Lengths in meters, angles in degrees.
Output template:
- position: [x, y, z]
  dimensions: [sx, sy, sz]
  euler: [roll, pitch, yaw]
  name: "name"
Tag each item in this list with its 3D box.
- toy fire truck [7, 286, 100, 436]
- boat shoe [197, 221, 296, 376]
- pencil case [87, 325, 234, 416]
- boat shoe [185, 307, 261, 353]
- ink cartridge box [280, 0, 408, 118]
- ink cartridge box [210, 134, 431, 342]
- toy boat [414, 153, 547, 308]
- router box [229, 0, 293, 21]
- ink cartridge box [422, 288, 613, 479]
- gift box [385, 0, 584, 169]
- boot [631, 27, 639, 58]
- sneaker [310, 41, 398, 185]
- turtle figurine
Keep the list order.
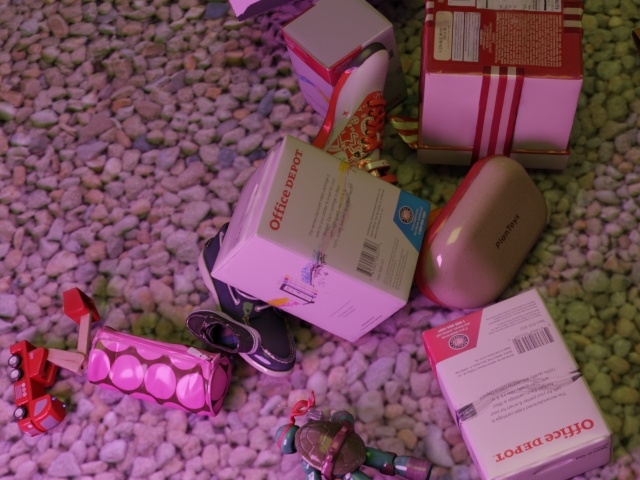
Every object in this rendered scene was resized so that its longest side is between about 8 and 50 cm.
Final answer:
- position: [-0.380, 0.176, 1.941]
  dimensions: [0.135, 0.047, 0.192]
  euler: [-23, 56, 12]
  name: "toy fire truck"
- position: [-0.095, 0.081, 1.927]
  dimensions: [0.095, 0.079, 0.254]
  euler: [7, 41, -36]
  name: "boat shoe"
- position: [-0.229, 0.178, 1.896]
  dimensions: [0.209, 0.098, 0.095]
  euler: [10, 49, 17]
  name: "pencil case"
- position: [-0.144, 0.125, 1.872]
  dimensions: [0.142, 0.040, 0.049]
  euler: [14, 99, 42]
  name: "boat shoe"
- position: [0.039, -0.273, 2.076]
  dimensions: [0.128, 0.176, 0.127]
  euler: [-37, 56, -13]
  name: "ink cartridge box"
- position: [0.000, 0.000, 1.857]
  dimensions: [0.233, 0.168, 0.171]
  euler: [26, 59, -14]
  name: "ink cartridge box"
- position: [0.206, -0.012, 1.922]
  dimensions: [0.151, 0.151, 0.231]
  euler: [7, 54, 51]
  name: "toy boat"
- position: [0.016, -0.468, 2.144]
  dimensions: [0.309, 0.081, 0.243]
  euler: [-17, 22, 20]
  name: "router box"
- position: [0.259, 0.207, 1.778]
  dimensions: [0.172, 0.100, 0.237]
  euler: [-21, 56, -2]
  name: "ink cartridge box"
- position: [0.239, -0.259, 1.975]
  dimensions: [0.277, 0.258, 0.255]
  euler: [6, 60, 7]
  name: "gift box"
- position: [0.586, -0.337, 2.062]
  dimensions: [0.220, 0.109, 0.283]
  euler: [-13, 64, 8]
  name: "boot"
- position: [0.070, -0.145, 1.982]
  dimensions: [0.145, 0.090, 0.270]
  euler: [37, 111, 24]
  name: "sneaker"
- position: [0.020, 0.295, 1.770]
  dimensions: [0.234, 0.118, 0.175]
  euler: [22, 65, 16]
  name: "turtle figurine"
